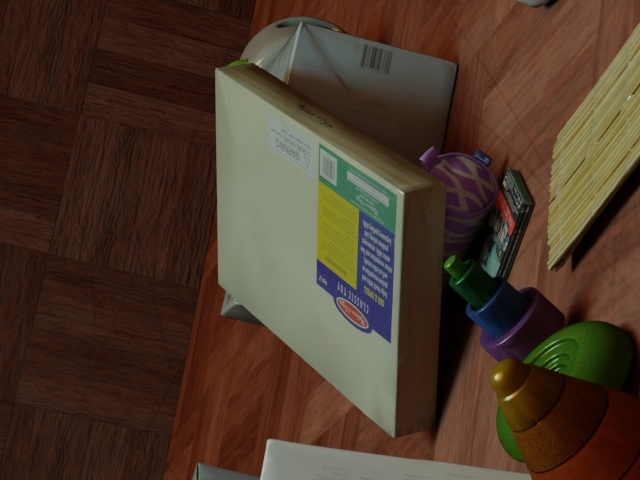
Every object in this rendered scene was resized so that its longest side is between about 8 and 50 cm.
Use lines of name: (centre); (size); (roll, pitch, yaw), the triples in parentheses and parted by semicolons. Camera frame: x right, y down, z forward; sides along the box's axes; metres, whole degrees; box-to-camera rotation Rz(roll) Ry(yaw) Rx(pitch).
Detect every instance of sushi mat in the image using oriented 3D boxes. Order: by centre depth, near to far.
sushi mat: (0.249, -0.112, 1.430); (0.316, 0.019, 0.151); (119, 163, -54)

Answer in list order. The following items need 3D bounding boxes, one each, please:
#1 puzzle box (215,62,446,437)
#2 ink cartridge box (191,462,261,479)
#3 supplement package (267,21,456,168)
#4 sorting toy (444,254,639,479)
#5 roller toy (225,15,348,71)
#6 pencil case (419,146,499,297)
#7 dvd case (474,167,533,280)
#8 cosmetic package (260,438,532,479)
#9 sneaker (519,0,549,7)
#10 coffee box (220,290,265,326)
puzzle box: (0.000, 0.000, 1.902); (0.409, 0.052, 0.272); (38, 133, 52)
ink cartridge box: (-0.131, 0.417, 2.458); (0.127, 0.128, 0.176); (-101, 28, -67)
supplement package: (0.032, -0.142, 2.138); (0.203, 0.194, 0.149); (144, 140, -73)
sorting toy: (0.148, 0.087, 1.313); (0.127, 0.126, 0.365); (-46, 16, 8)
roller toy: (-0.022, -0.211, 2.532); (0.191, 0.209, 0.146); (-38, 20, 9)
pencil case: (0.110, -0.004, 1.828); (0.086, 0.088, 0.206); (-51, -10, -41)
dvd case: (0.171, 0.000, 1.716); (0.087, 0.013, 0.119); (-101, 28, -67)
cosmetic package: (0.069, 0.218, 1.371); (0.060, 0.239, 0.099); (50, -131, -64)
sneaker: (0.183, -0.332, 1.664); (0.292, 0.169, 0.108); (119, 160, -58)
coffee box: (-0.009, -0.034, 2.292); (0.119, 0.168, 0.297); (143, 141, -74)
